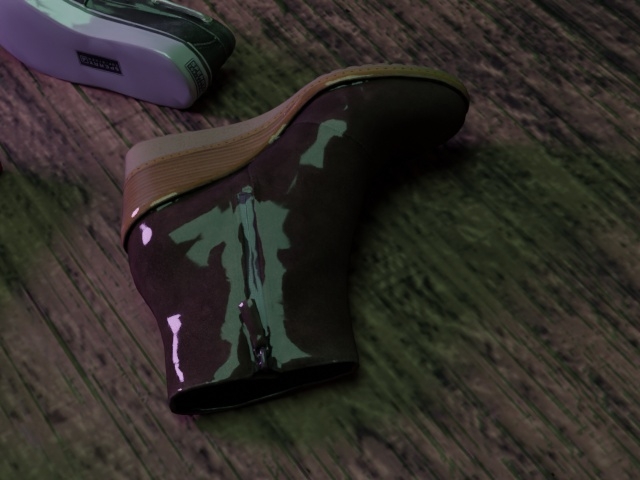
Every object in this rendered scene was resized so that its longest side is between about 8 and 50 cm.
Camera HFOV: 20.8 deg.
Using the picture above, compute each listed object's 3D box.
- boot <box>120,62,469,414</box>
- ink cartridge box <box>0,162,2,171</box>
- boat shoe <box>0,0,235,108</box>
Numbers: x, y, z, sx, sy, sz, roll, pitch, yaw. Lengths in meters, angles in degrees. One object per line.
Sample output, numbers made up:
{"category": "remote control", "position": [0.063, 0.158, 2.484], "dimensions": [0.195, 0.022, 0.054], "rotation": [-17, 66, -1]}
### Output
{"category": "boot", "position": [0.000, 0.000, 1.124], "dimensions": [0.248, 0.090, 0.206], "rotation": [-15, 55, -3]}
{"category": "ink cartridge box", "position": [-0.306, -0.034, 1.236], "dimensions": [0.099, 0.056, 0.135], "rotation": [11, 48, 24]}
{"category": "boat shoe", "position": [-0.167, -0.162, 1.324], "dimensions": [0.219, 0.077, 0.070], "rotation": [22, 54, 22]}
